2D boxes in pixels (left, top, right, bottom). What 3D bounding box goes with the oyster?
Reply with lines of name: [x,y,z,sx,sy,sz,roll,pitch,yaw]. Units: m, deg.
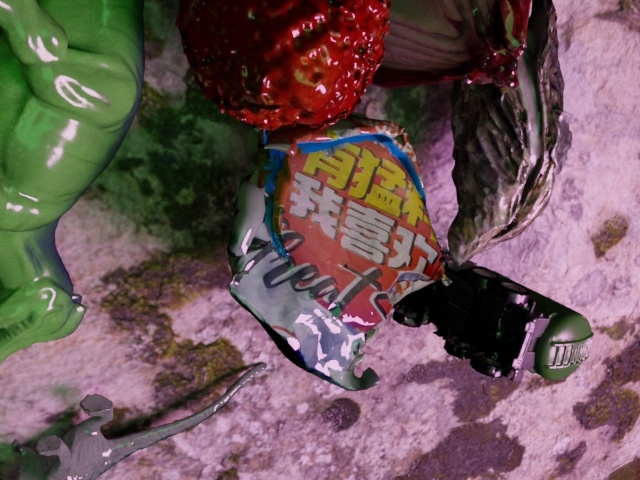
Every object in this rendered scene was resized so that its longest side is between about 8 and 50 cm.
oyster: [0.198,-0.143,0.767,0.162,0.158,0.350,8,90,-52]

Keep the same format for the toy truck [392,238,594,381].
toy truck: [0.186,0.077,0.823,0.125,0.243,0.101,4,107,-38]

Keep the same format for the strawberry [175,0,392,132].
strawberry: [-0.030,-0.173,0.602,0.187,0.201,0.184,30,118,-24]

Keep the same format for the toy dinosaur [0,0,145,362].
toy dinosaur: [-0.176,-0.135,0.678,0.500,0.144,0.374,-35,133,-22]

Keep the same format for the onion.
onion: [0.107,-0.247,0.676,0.120,0.283,0.227,-20,157,-45]

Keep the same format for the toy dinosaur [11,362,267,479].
toy dinosaur: [-0.234,0.210,0.770,0.383,0.076,0.129,-21,147,-9]

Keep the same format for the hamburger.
hamburger: [-0.008,0.000,0.728,0.276,0.151,0.260,-44,106,-37]
